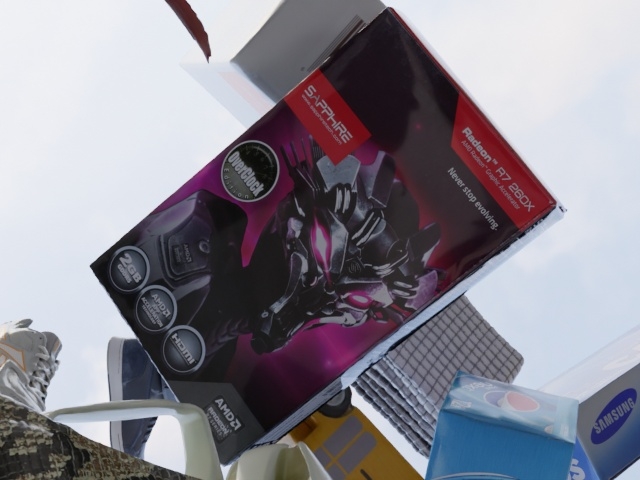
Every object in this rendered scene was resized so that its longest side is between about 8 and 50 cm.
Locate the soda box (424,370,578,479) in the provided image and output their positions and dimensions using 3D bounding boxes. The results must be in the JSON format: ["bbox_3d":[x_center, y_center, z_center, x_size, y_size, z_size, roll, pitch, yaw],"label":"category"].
[{"bbox_3d":[0.078,0.181,0.503,0.067,0.210,0.071,12,-168,13],"label":"soda box"}]

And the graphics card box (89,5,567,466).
[{"bbox_3d":[0.000,0.000,0.871,0.371,0.094,0.232,-39,-105,11],"label":"graphics card box"}]

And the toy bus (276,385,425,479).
[{"bbox_3d":[0.041,0.274,0.954,0.332,0.108,0.130,47,-127,4],"label":"toy bus"}]

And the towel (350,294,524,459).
[{"bbox_3d":[0.148,0.164,1.467,0.283,0.121,0.235,45,-137,2],"label":"towel"}]

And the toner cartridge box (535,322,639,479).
[{"bbox_3d":[0.318,0.155,1.010,0.348,0.165,0.075,-22,-97,-37],"label":"toner cartridge box"}]

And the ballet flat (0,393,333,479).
[{"bbox_3d":[-0.076,0.210,0.711,0.164,0.483,0.182,-31,-130,25],"label":"ballet flat"}]

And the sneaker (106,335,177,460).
[{"bbox_3d":[-0.232,0.254,1.462,0.164,0.226,0.086,0,-163,-1],"label":"sneaker"}]

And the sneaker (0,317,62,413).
[{"bbox_3d":[-0.366,0.161,1.194,0.121,0.099,0.262,-28,-146,-21],"label":"sneaker"}]

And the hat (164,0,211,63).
[{"bbox_3d":[-0.161,-0.199,0.478,0.209,0.173,0.183,1,-92,-2],"label":"hat"}]

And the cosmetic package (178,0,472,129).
[{"bbox_3d":[-0.020,-0.202,1.210,0.230,0.453,0.161,42,-92,-17],"label":"cosmetic package"}]
